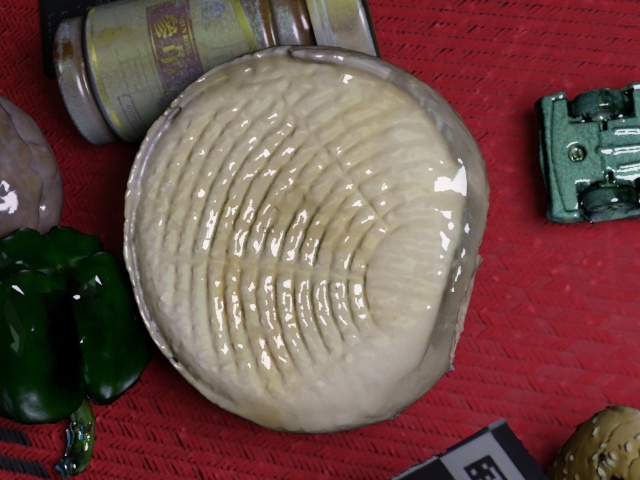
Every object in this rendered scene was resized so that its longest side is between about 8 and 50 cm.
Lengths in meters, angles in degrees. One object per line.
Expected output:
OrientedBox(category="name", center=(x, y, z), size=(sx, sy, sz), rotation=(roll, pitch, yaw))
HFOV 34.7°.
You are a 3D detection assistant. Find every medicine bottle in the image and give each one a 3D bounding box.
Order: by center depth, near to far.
OrientedBox(category="medicine bottle", center=(-0.105, -0.201, 1.080), size=(0.322, 0.151, 0.151), rotation=(-12, 77, 8))

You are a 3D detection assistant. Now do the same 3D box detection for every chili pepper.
OrientedBox(category="chili pepper", center=(-0.269, 0.116, 1.045), size=(0.174, 0.261, 0.165), rotation=(-25, 45, -35))

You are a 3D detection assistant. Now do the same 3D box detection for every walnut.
OrientedBox(category="walnut", center=(-0.380, -0.049, 1.084), size=(0.224, 0.224, 0.224), rotation=(-2, 79, 10))

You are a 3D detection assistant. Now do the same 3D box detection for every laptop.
OrientedBox(category="laptop", center=(-0.268, -0.285, 1.198), size=(0.129, 0.016, 0.180), rotation=(-8, 77, 8))

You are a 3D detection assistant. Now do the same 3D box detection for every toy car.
OrientedBox(category="toy car", center=(0.375, -0.086, 0.994), size=(0.321, 0.097, 0.141), rotation=(-5, 79, 9))

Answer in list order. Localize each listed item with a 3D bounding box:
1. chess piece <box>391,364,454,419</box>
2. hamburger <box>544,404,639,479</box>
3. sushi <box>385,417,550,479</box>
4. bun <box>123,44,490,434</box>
OrientedBox(category="chess piece", center=(0.097, 0.141, 1.035), size=(0.093, 0.042, 0.042), rotation=(-32, 75, -2))
OrientedBox(category="hamburger", center=(0.294, 0.236, 0.891), size=(0.168, 0.288, 0.192), rotation=(-2, 38, -15))
OrientedBox(category="sushi", center=(0.156, 0.339, 0.875), size=(0.343, 0.064, 0.359), rotation=(54, 134, 6))
OrientedBox(category="bun", center=(-0.001, -0.002, 0.996), size=(0.364, 0.202, 0.364), rotation=(-1, 88, 16))
